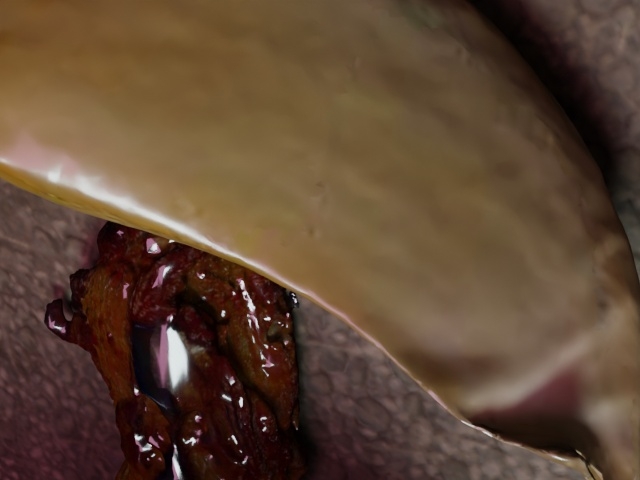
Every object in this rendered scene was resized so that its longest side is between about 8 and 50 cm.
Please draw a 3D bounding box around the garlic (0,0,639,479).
[{"bbox_3d":[0.015,-0.003,0.451,0.338,0.196,0.151,36,143,-3],"label":"garlic"}]

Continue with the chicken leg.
[{"bbox_3d":[-0.096,0.113,0.655,0.177,0.083,0.322,15,122,33],"label":"chicken leg"}]
